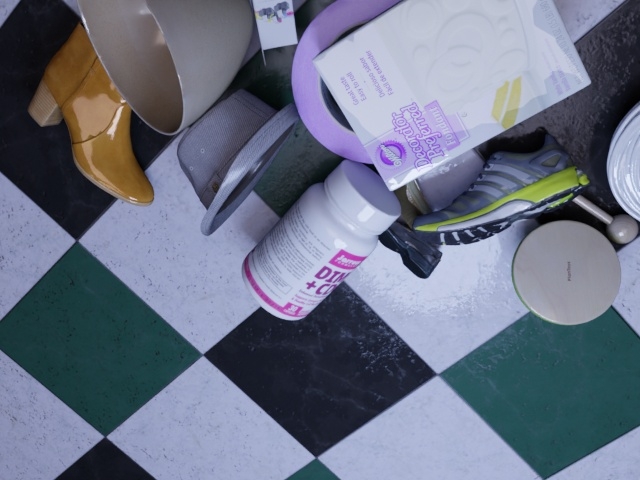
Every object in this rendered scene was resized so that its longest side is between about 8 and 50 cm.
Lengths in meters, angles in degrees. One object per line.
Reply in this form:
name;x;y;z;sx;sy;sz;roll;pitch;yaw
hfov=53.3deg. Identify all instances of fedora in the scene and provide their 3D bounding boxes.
fedora;-0.155;-0.147;1.061;0.124;0.243;0.275;40;143;-3

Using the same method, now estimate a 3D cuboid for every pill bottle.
pill bottle;0.000;0.000;1.135;0.160;0.160;0.283;39;118;-9

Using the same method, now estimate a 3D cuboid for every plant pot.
plant pot;-0.216;-0.332;0.980;0.191;0.284;0.284;-35;110;-26

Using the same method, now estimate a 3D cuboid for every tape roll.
tape roll;0.094;-0.271;1.061;0.275;0.090;0.274;3;113;7

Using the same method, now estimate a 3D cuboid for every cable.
cable;0.603;-0.139;1.034;0.257;0.089;0.257;4;115;18

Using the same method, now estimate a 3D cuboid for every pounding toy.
pounding toy;0.440;0.038;1.153;0.183;0.110;0.237;28;84;7

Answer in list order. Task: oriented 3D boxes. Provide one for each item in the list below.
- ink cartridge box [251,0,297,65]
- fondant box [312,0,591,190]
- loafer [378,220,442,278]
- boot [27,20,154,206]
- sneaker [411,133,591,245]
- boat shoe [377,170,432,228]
ink cartridge box;-0.078;-0.377;0.998;0.062;0.104;0.181;-11;147;-2
fondant box;0.190;-0.258;0.954;0.330;0.096;0.238;-28;107;18
loafer;0.154;-0.006;1.189;0.170;0.062;0.061;46;72;-5
boot;-0.365;-0.222;1.135;0.295;0.104;0.211;43;112;-6
sneaker;0.297;-0.081;1.102;0.300;0.111;0.121;-21;70;7
boat shoe;0.156;-0.091;1.157;0.056;0.048;0.153;-27;101;43
